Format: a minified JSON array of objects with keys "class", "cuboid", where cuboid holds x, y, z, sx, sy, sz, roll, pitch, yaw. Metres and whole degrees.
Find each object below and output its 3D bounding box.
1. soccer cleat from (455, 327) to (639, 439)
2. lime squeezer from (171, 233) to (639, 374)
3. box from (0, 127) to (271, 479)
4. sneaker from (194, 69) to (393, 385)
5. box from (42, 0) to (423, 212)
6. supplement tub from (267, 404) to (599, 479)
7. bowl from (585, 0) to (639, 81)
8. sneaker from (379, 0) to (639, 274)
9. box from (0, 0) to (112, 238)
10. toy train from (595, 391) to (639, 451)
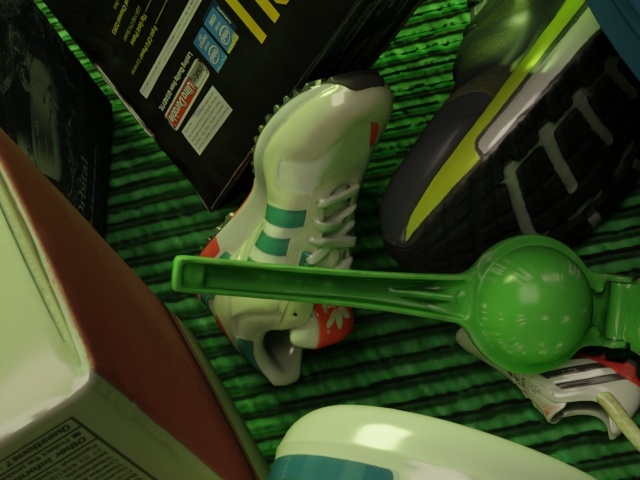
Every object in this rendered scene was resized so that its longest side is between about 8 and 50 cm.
[{"class":"soccer cleat","cuboid":[0.094,0.057,0.572,0.083,0.029,0.035,18,65,18]},{"class":"lime squeezer","cuboid":[0.103,0.035,0.515,0.311,0.110,0.058,8,110,20]},{"class":"box","cuboid":[-0.121,0.078,0.506,0.149,0.232,0.126,-31,61,0]},{"class":"sneaker","cuboid":[0.000,0.000,0.570,0.057,0.161,0.075,-15,62,-38]},{"class":"box","cuboid":[-0.047,-0.193,0.530,0.079,0.322,0.257,-36,82,-34]},{"class":"supplement tub","cuboid":[0.024,0.172,0.470,0.144,0.144,0.199,13,69,21]},{"class":"bowl","cuboid":[0.272,-0.169,0.534,0.391,0.077,0.391,2,72,-5]},{"class":"sneaker","cuboid":[0.105,-0.110,0.617,0.121,0.111,0.300,21,66,34]},{"class":"box","cuboid":[-0.167,-0.028,0.612,0.093,0.158,0.155,-7,64,13]},{"class":"toy train","cuboid":[0.189,0.154,0.441,0.105,0.143,0.248,-39,56,-14]}]
